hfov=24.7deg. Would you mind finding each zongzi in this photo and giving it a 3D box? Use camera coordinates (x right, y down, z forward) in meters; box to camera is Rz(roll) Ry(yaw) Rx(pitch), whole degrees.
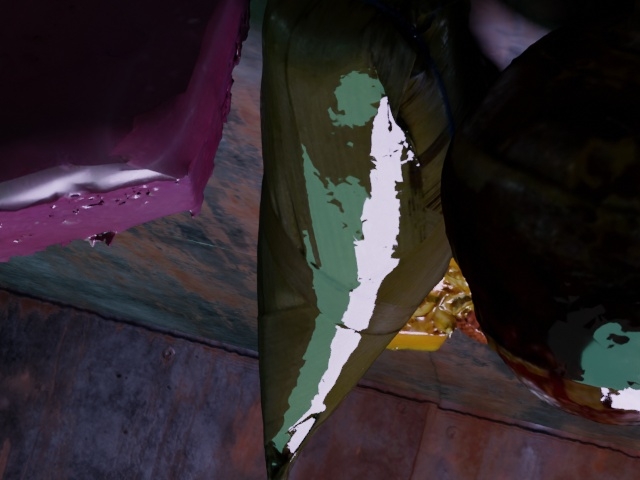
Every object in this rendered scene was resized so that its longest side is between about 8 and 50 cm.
[{"bbox_3d":[0.000,0.000,0.826,0.123,0.289,0.260,26,173,18],"label":"zongzi"}]

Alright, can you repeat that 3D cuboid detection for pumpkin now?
[{"bbox_3d":[0.076,-0.014,1.115,0.131,0.126,0.248,13,153,-16],"label":"pumpkin"}]

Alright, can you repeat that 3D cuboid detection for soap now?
[{"bbox_3d":[-0.209,-0.106,0.799,0.325,0.220,0.127,15,160,5],"label":"soap"}]

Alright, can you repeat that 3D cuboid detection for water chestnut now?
[{"bbox_3d":[0.168,-0.006,0.727,0.224,0.223,0.238,10,135,27],"label":"water chestnut"}]

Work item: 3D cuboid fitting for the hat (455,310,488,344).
[{"bbox_3d":[0.144,0.030,1.313,0.093,0.112,0.162,46,173,-10],"label":"hat"}]
